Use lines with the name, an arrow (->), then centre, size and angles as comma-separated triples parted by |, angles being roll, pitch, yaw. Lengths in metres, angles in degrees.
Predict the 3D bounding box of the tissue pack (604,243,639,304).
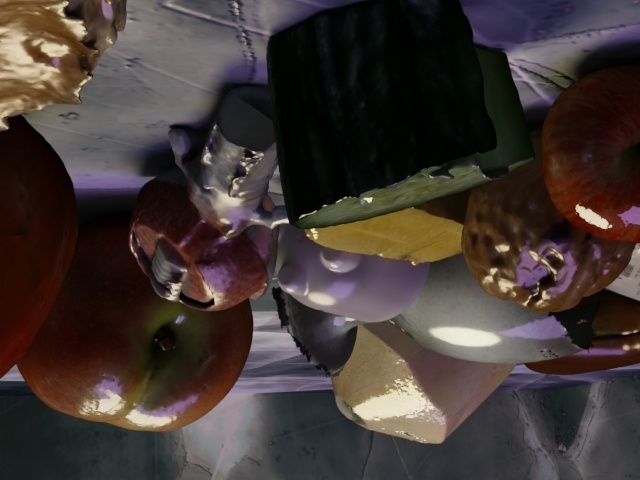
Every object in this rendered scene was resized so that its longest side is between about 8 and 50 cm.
tissue pack -> 0.332, -0.008, 1.251 | 0.103, 0.090, 0.170 | 19, 155, 7

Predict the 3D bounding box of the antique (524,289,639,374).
antique -> 0.448, 0.147, 2.097 | 0.223, 0.129, 0.278 | 5, 165, -34

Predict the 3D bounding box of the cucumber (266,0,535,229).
cucumber -> 0.053, -0.081, 0.920 | 0.191, 0.130, 0.191 | -6, 172, -1

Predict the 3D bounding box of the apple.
apple -> 0.243, -0.068, 1.004 | 0.146, 0.146, 0.131 | -3, 177, -2

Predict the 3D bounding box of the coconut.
coconut -> 0.121, 0.156, 1.745 | 0.244, 0.239, 0.239 | -35, 178, -18

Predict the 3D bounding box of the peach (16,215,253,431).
peach -> -0.203, 0.085, 1.380 | 0.252, 0.252, 0.252 | -4, 168, -1

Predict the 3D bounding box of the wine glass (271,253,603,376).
wine glass -> 0.137, 0.053, 1.427 | 0.357, 0.190, 0.190 | -12, 165, 30

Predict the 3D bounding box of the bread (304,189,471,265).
bread -> 0.067, -0.042, 1.192 | 0.102, 0.094, 0.245 | -23, 160, 33

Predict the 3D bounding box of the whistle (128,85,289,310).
whistle -> -0.091, -0.029, 1.136 | 0.134, 0.142, 0.346 | -26, 167, -21

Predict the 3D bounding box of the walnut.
walnut -> 0.206, -0.015, 1.157 | 0.155, 0.155, 0.184 | 0, 134, -17

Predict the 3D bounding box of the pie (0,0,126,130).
pie -> -0.270, -0.127, 0.700 | 0.339, 0.083, 0.339 | -2, 166, -1

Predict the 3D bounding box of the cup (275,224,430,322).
cup -> 0.010, -0.005, 1.318 | 0.134, 0.173, 0.142 | -44, 149, 21

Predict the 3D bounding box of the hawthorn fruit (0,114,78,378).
hawthorn fruit -> -0.306, 0.039, 0.949 | 0.254, 0.300, 0.254 | -1, 169, 0
